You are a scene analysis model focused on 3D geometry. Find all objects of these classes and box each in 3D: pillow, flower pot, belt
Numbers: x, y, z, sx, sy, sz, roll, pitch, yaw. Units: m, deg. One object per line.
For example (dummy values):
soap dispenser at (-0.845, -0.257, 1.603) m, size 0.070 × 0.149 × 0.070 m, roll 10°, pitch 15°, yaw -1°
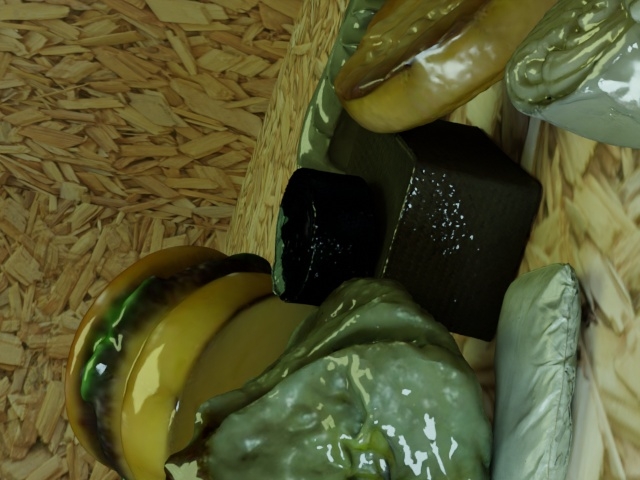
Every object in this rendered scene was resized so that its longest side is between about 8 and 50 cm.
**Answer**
pillow at (0.178, 0.135, 0.898) m, size 0.128 × 0.051 × 0.229 m, roll 138°, pitch 141°, yaw -76°
flower pot at (0.068, -0.200, 1.529) m, size 0.367 × 0.164 × 0.254 m, roll 115°, pitch 169°, yaw -48°
belt at (0.000, 0.000, 1.135) m, size 0.198 × 0.078 × 0.151 m, roll -153°, pitch 71°, yaw -75°

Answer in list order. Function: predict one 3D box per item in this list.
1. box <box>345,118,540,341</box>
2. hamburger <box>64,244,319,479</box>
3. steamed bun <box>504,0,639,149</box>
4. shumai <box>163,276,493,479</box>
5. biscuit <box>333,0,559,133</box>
box at (0.114, -0.027, 1.160) m, size 0.273 × 0.143 × 0.184 m, roll -110°, pitch 34°, yaw -69°
hamburger at (-0.186, 0.206, 1.547) m, size 0.277 × 0.395 × 0.396 m, roll 19°, pitch 98°, yaw 39°
steamed bun at (0.243, -0.134, 0.639) m, size 0.218 × 0.144 × 0.211 m, roll -50°, pitch 10°, yaw -20°
shumai at (-0.023, 0.192, 0.945) m, size 0.304 × 0.263 × 0.309 m, roll 40°, pitch 137°, yaw 54°
biscuit at (0.143, -0.218, 1.080) m, size 0.296 × 0.102 × 0.296 m, roll -38°, pitch 17°, yaw 14°
